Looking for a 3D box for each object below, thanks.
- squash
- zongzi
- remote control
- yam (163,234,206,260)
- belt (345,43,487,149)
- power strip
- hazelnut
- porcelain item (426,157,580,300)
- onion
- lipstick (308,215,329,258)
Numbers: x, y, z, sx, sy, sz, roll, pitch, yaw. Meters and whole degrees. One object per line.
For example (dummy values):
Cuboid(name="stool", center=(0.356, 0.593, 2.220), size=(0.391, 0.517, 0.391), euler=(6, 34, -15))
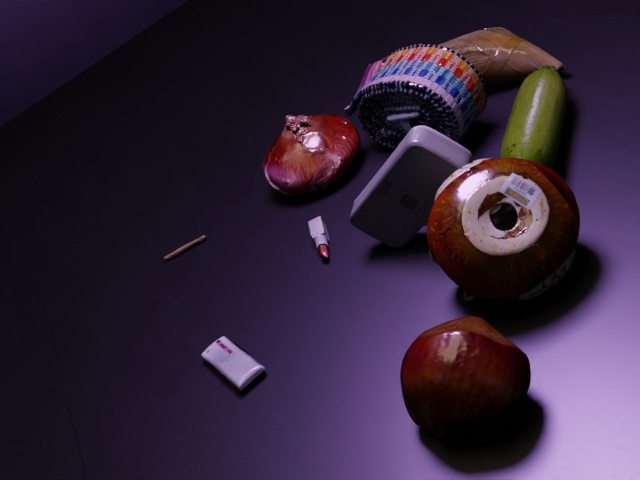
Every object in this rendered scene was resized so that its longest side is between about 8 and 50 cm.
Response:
Cuboid(name="squash", center=(0.406, -0.214, 1.868), size=(0.107, 0.107, 0.395), euler=(-11, 35, 28))
Cuboid(name="zongzi", center=(0.361, -0.367, 2.102), size=(0.228, 0.115, 0.256), euler=(-22, 35, -21))
Cuboid(name="remote control", center=(-0.160, 0.219, 1.797), size=(0.065, 0.029, 0.166), euler=(-41, 33, -15))
Cuboid(name="yam", center=(-0.303, 0.017, 2.210), size=(0.107, 0.014, 0.014), euler=(-29, 32, 3))
Cuboid(name="belt", center=(0.209, -0.296, 2.059), size=(0.160, 0.207, 0.295), euler=(-51, 22, -24))
Cuboid(name="power strip", center=(0.188, -0.076, 1.783), size=(0.265, 0.193, 0.059), euler=(-51, 13, 46))
Cuboid(name="hazelnut", center=(0.203, 0.196, 1.440), size=(0.170, 0.161, 0.202), euler=(-27, -8, -18))
Cuboid(name="porcelain item", center=(0.299, -0.012, 1.620), size=(0.253, 0.253, 0.253), euler=(-21, 33, 14))
Cuboid(name="onion", center=(-0.033, -0.207, 2.165), size=(0.230, 0.163, 0.230), euler=(-29, 29, 18))
Cuboid(name="lipstick", center=(0.001, 0.000, 1.971), size=(0.030, 0.030, 0.129), euler=(-25, 32, 7))
